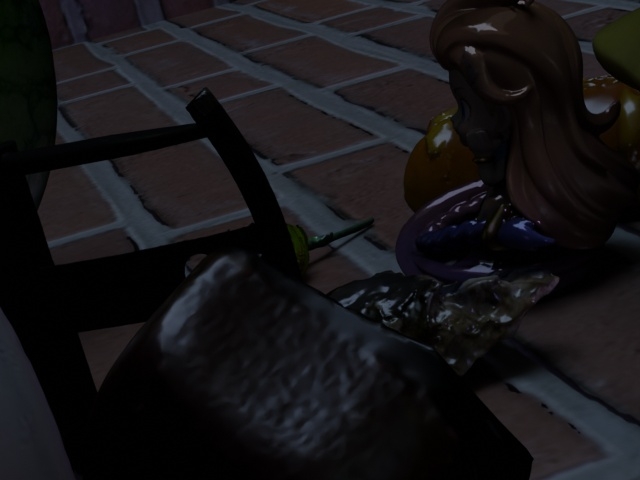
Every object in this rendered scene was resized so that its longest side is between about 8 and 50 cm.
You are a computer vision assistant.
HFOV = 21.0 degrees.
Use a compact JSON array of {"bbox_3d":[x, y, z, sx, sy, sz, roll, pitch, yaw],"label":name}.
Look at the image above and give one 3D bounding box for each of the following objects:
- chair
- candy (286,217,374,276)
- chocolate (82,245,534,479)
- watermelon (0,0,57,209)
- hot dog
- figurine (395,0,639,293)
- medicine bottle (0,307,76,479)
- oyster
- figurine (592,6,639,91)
[{"bbox_3d":[-0.149,0.046,0.705,0.260,0.154,0.141,-9,15,30],"label":"chair"},{"bbox_3d":[0.000,0.000,0.991,0.035,0.035,0.123,-18,-1,35],"label":"candy"},{"bbox_3d":[-0.018,0.073,0.559,0.149,0.125,0.080,1,37,35],"label":"chocolate"},{"bbox_3d":[-0.315,-0.081,0.955,0.363,0.363,0.363,-13,14,3],"label":"watermelon"},{"bbox_3d":[0.176,-0.057,0.950,0.269,0.072,0.115,-8,8,22],"label":"hot dog"},{"bbox_3d":[0.102,-0.046,0.847,0.114,0.157,0.126,10,14,9],"label":"figurine"},{"bbox_3d":[-0.254,0.114,0.399,0.379,0.213,0.213,-24,17,-34],"label":"medicine bottle"},{"bbox_3d":[0.023,0.042,0.750,0.148,0.051,0.103,-30,11,-18],"label":"oyster"},{"bbox_3d":[0.311,-0.216,0.727,0.361,0.377,0.266,-20,37,-39],"label":"figurine"}]
